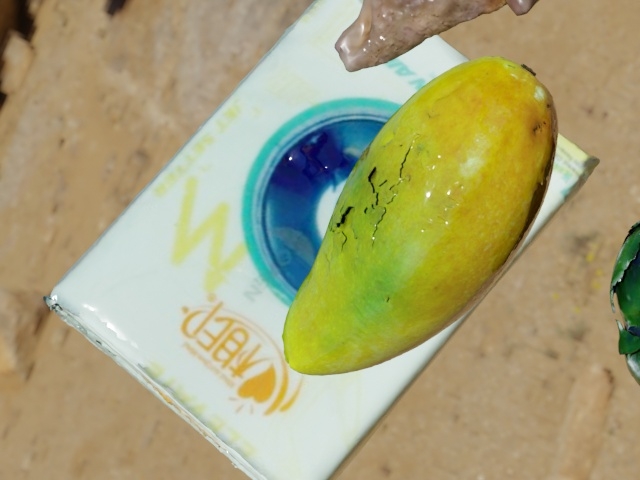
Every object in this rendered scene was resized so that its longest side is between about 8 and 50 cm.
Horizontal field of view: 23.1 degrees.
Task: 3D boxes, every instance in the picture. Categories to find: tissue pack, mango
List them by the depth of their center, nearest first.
[{"bbox_3d":[0.057,-0.004,0.927,0.233,0.111,0.125,-51,-15,17],"label":"mango"},{"bbox_3d":[0.000,0.000,1.337,0.388,0.287,0.162,-49,-6,-12],"label":"tissue pack"}]

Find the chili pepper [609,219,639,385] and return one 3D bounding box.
[{"bbox_3d":[0.334,0.041,0.978,0.233,0.257,0.248,125,141,-62],"label":"chili pepper"}]

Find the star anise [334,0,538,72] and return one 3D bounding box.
[{"bbox_3d":[0.119,-0.230,0.878,0.292,0.109,0.349,-36,29,53],"label":"star anise"}]
